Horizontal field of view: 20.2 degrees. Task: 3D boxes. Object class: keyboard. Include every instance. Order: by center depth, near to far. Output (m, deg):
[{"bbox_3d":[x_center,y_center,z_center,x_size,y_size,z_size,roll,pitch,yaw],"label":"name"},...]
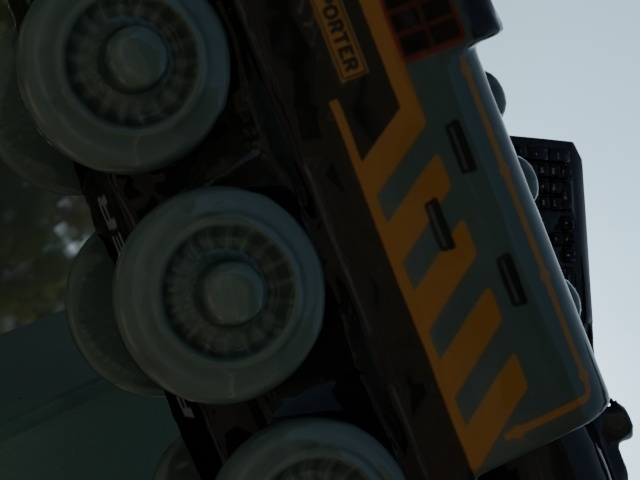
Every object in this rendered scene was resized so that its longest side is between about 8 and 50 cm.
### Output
[{"bbox_3d":[0.100,0.045,0.839,0.038,0.100,0.192,-12,-100,54],"label":"keyboard"}]

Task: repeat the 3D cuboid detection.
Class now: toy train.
[{"bbox_3d":[0.000,0.000,0.687,0.334,0.190,0.142,68,-17,-2],"label":"toy train"}]

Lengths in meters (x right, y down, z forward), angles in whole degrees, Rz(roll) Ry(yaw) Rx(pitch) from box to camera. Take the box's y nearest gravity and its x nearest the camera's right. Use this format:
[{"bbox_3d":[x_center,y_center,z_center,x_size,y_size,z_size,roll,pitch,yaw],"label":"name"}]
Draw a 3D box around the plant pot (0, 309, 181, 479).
[{"bbox_3d":[-0.126,0.129,0.931,0.165,0.234,0.165,3,-76,50],"label":"plant pot"}]
